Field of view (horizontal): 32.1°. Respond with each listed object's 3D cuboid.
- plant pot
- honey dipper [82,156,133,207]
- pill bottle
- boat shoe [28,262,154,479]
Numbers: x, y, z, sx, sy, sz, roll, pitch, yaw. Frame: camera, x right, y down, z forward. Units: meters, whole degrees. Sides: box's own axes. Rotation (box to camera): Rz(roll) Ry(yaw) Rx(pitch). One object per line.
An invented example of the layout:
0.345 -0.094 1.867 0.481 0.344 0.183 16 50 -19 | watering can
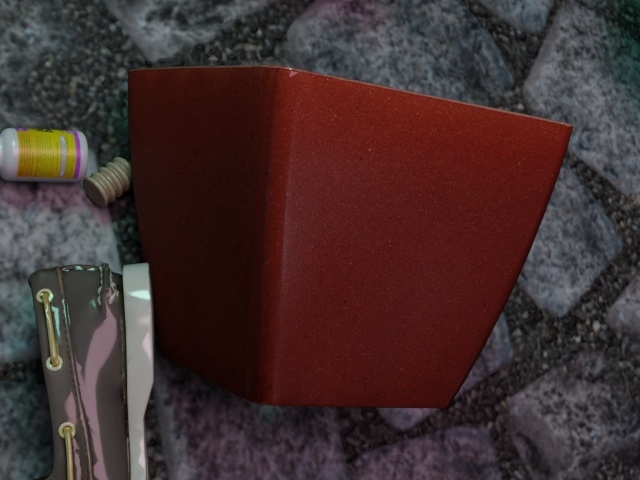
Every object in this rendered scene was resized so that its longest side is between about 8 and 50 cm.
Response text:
0.000 0.000 0.889 0.267 0.267 0.235 7 93 -32 | plant pot
-0.136 -0.083 0.968 0.161 0.030 0.030 -41 98 -31 | honey dipper
-0.234 -0.069 0.904 0.083 0.043 0.043 0 79 -28 | pill bottle
-0.175 0.178 0.844 0.097 0.116 0.324 0 84 -8 | boat shoe
